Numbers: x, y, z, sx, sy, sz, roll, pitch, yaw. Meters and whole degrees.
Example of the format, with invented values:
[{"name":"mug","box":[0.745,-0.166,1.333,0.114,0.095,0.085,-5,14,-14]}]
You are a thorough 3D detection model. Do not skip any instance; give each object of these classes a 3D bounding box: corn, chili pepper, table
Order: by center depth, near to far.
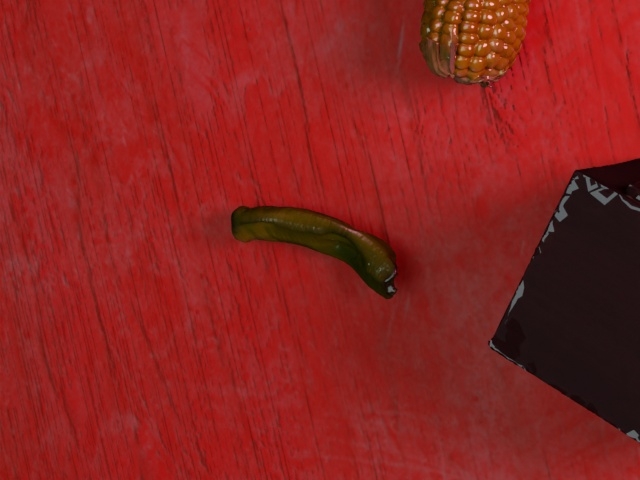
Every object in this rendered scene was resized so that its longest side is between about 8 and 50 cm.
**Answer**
[{"name":"table","box":[0.273,0.045,0.847,0.193,0.169,0.173,33,113,26]},{"name":"corn","box":[0.140,-0.258,0.930,0.091,0.091,0.260,-134,52,-66]},{"name":"chili pepper","box":[0.000,0.000,1.086,0.201,0.050,0.052,19,123,32]}]
